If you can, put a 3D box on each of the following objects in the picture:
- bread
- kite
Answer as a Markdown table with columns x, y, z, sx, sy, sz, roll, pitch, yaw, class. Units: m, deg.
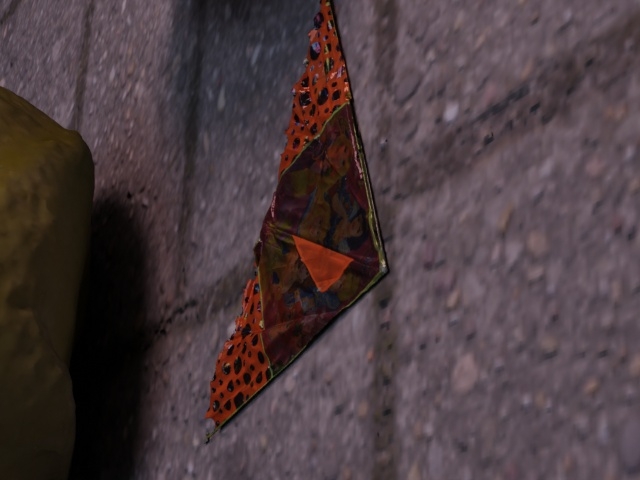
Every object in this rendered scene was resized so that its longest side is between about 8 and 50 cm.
| x | y | z | sx | sy | sz | roll | pitch | yaw | class |
| --- | --- | --- | --- | --- | --- | --- | --- | --- | --- |
| -0.256 | 0.054 | 0.792 | 0.320 | 0.237 | 0.321 | -49 | 31 | 43 | bread |
| -0.001 | 0.000 | 0.598 | 0.125 | 0.008 | 0.222 | 22 | 98 | 60 | kite |
